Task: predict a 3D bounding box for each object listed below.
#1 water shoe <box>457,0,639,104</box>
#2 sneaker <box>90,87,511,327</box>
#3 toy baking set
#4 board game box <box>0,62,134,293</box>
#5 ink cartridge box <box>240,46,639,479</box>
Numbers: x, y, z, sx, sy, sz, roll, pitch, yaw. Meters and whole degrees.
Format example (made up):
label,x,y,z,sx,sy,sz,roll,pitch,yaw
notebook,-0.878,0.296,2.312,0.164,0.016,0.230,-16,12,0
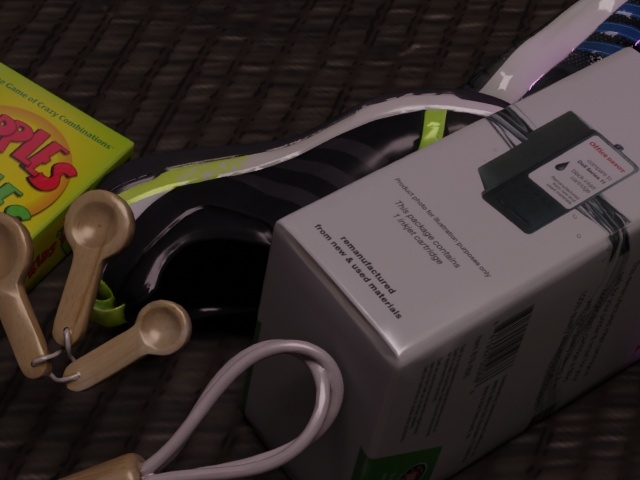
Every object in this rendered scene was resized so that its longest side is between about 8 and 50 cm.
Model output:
label,x,y,z,sx,sy,sz,roll,pitch,yaw
water shoe,0.153,-0.092,0.916,0.203,0.073,0.080,-37,91,-31
sneaker,0.000,0.000,0.795,0.235,0.084,0.097,-15,43,-7
toy baking set,-0.097,0.093,0.676,0.256,0.030,0.196,36,93,13
board game box,-0.181,-0.004,0.796,0.092,0.043,0.181,31,54,16
ink cartridge box,0.077,0.022,0.747,0.208,0.153,0.087,-26,60,-27
